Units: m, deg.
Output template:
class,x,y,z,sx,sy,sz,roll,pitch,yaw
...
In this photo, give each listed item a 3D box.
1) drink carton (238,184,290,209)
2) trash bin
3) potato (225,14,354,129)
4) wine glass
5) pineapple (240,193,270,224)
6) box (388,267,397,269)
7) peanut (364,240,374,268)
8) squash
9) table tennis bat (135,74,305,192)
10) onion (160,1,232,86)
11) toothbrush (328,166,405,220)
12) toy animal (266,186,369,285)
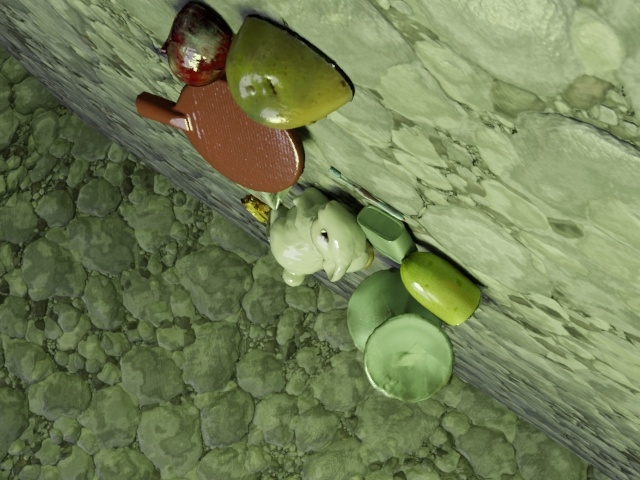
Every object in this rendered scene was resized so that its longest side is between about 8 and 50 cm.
class,x,y,z,sx,sy,sz,roll,pitch,yaw
drink carton,-0.150,-0.181,1.739,0.130,0.106,0.315,35,173,13
trash bin,0.149,-0.012,1.647,0.116,0.059,0.130,31,170,31
potato,-0.063,-0.226,1.104,0.202,0.117,0.182,35,169,6
wine glass,0.194,0.235,1.831,0.267,0.267,0.406,36,-172,-3
pineapple,-0.162,-0.088,2.405,0.225,0.076,0.225,37,171,7
box,0.233,0.141,2.096,0.122,0.089,0.062,29,-179,39
peanut,0.051,0.007,2.033,0.229,0.098,0.103,28,128,36
squash,0.252,0.091,1.637,0.186,0.123,0.123,41,170,-19
table tennis bat,-0.208,-0.225,1.502,0.414,0.051,0.268,21,141,26
onion,-0.200,-0.306,1.244,0.151,0.098,0.206,37,171,1
toothbrush,0.096,-0.096,1.542,0.193,0.013,0.019,35,163,7
toy animal,0.000,0.000,1.812,0.357,0.194,0.258,-165,67,-66
